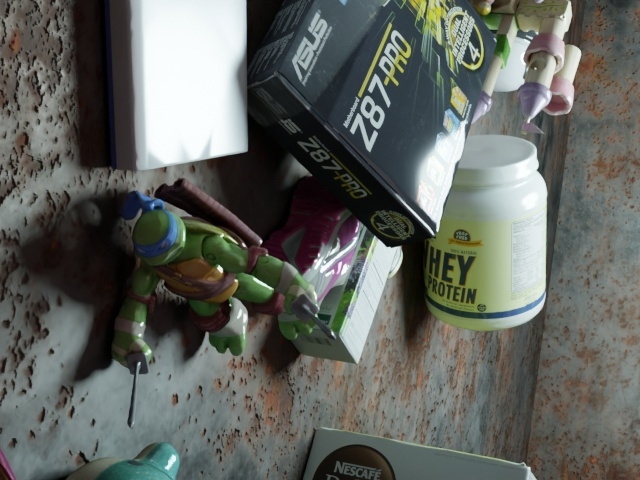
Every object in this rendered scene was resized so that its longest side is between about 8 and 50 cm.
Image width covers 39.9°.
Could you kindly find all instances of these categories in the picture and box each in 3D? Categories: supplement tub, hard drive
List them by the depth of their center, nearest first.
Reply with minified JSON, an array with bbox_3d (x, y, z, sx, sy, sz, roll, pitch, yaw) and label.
[{"bbox_3d":[-0.144,-0.242,0.911,0.210,0.040,0.318,-22,115,-61],"label":"hard drive"},{"bbox_3d":[0.310,-0.018,1.682,0.235,0.235,0.325,-43,133,-54],"label":"supplement tub"}]

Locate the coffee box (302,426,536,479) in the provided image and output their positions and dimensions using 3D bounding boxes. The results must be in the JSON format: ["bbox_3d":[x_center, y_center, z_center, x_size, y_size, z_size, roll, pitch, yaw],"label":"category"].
[{"bbox_3d":[0.157,0.514,1.367,0.338,0.338,0.334,52,49,-55],"label":"coffee box"}]

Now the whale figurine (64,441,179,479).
[{"bbox_3d":[-0.162,0.314,0.881,0.272,0.141,0.216,38,61,-61],"label":"whale figurine"}]

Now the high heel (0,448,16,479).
[{"bbox_3d":[-0.275,0.061,0.542,0.127,0.181,0.377,-52,141,-48],"label":"high heel"}]

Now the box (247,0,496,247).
[{"bbox_3d":[0.082,-0.238,1.196,0.318,0.097,0.395,42,53,-28],"label":"box"}]

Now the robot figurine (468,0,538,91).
[{"bbox_3d":[0.381,-0.442,1.803,0.209,0.173,0.278,18,77,-31],"label":"robot figurine"}]

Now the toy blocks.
[{"bbox_3d":[0.260,-0.306,1.466,0.260,0.288,0.309,-67,151,-24],"label":"toy blocks"}]

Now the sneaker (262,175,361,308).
[{"bbox_3d":[0.000,0.000,1.215,0.252,0.103,0.111,-53,145,-37],"label":"sneaker"}]

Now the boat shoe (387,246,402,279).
[{"bbox_3d":[0.112,-0.001,1.493,0.049,0.056,0.152,62,32,-42],"label":"boat shoe"}]

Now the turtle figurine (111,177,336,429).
[{"bbox_3d":[-0.101,0.090,0.908,0.198,0.275,0.266,-47,155,2],"label":"turtle figurine"}]

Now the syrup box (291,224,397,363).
[{"bbox_3d":[0.036,0.052,1.292,0.237,0.093,0.096,-69,150,-28],"label":"syrup box"}]
